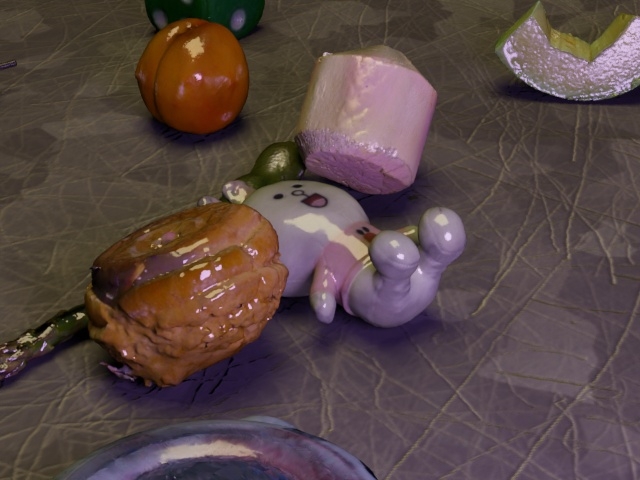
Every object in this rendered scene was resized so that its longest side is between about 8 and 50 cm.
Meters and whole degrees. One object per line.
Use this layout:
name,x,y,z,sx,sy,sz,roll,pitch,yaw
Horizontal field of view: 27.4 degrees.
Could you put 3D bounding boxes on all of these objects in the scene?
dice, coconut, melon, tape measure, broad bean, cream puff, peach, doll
dice,-0.161,-0.347,1.819,0.128,0.120,0.131,24,41,35
coconut,0.052,-0.138,1.409,0.147,0.147,0.152,9,74,17
melon,0.322,-0.236,1.625,0.210,0.118,0.064,14,19,3
tape measure,-0.073,0.227,0.844,0.256,0.147,0.275,-15,30,-25
broad bean,-0.085,-0.039,1.374,0.052,0.053,0.256,45,42,0
cream puff,-0.115,0.050,1.145,0.189,0.129,0.189,-23,14,6
peach,-0.150,-0.199,1.566,0.138,0.138,0.138,-1,31,1
doll,0.004,0.012,1.240,0.275,0.113,0.155,14,36,36

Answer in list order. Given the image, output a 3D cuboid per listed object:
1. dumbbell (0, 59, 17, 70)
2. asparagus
dumbbell,-0.448,-0.203,1.642,0.147,0.069,0.069,-22,37,-31
asparagus,-0.255,0.093,1.181,0.036,0.030,0.165,33,44,29
